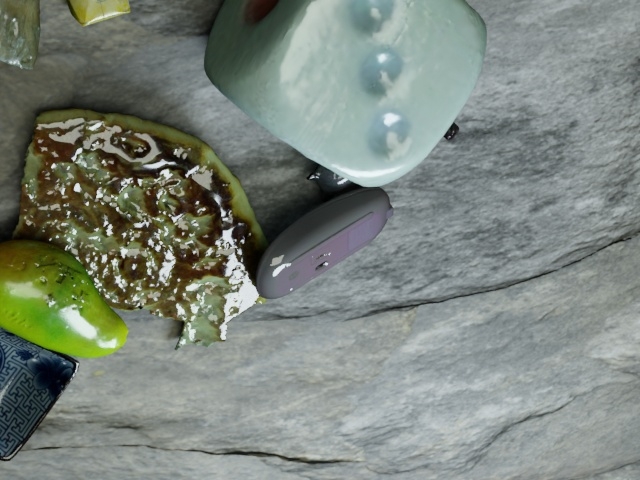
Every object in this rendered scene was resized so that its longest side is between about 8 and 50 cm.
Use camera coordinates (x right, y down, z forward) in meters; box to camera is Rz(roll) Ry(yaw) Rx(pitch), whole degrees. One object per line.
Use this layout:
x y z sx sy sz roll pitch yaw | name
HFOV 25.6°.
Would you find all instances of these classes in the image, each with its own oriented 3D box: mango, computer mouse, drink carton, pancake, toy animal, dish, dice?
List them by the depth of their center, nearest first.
-0.292 -0.370 1.720 0.084 0.074 0.200 -19 120 -13 | drink carton
0.030 -0.245 1.789 0.262 0.264 0.268 32 98 -27 | dice
-0.351 0.076 1.840 0.233 0.111 0.125 30 116 -28 | mango
-0.473 0.169 1.890 0.243 0.080 0.182 32 99 -32 | dish
-0.240 -0.014 1.923 0.427 0.067 0.305 22 111 -30 | pancake
0.086 -0.121 1.963 0.210 0.117 0.121 -45 128 0 | toy animal
-0.001 -0.001 1.991 0.232 0.057 0.120 -33 153 -18 | computer mouse

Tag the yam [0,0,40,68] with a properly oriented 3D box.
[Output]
-0.384 -0.369 1.649 0.133 0.133 0.330 1 109 -22 | yam
